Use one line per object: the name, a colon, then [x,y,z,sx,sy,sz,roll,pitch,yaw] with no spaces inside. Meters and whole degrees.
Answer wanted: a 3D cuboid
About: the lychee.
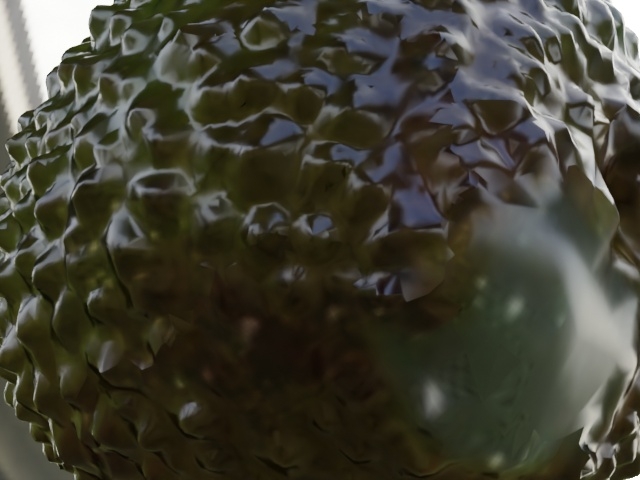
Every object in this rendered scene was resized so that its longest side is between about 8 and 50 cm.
lychee: [0.000,0.000,0.425,0.171,0.171,0.171,13,-19,4]
